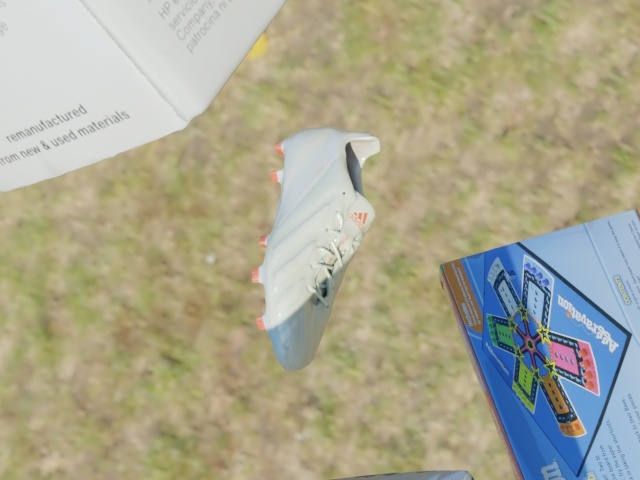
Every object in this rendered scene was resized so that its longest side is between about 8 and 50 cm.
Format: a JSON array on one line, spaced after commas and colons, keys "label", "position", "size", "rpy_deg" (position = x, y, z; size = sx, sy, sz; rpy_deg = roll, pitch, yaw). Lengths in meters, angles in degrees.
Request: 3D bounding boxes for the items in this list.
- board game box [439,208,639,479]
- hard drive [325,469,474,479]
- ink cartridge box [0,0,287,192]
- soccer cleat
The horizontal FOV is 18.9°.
[{"label": "board game box", "position": [0.188, 0.114, 1.246], "size": [0.145, 0.027, 0.281], "rpy_deg": [-15, 57, -6]}, {"label": "hard drive", "position": [0.008, 0.210, 0.989], "size": [0.254, 0.054, 0.172], "rpy_deg": [-18, 104, 45]}, {"label": "ink cartridge box", "position": [-0.075, -0.129, 0.418], "size": [0.082, 0.191, 0.140], "rpy_deg": [-18, 31, 47]}, {"label": "soccer cleat", "position": [0.000, 0.000, 1.342], "size": [0.076, 0.068, 0.196], "rpy_deg": [-5, 55, 16]}]
